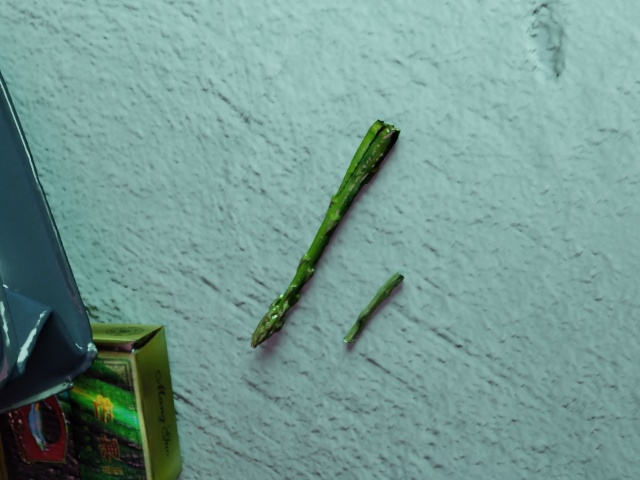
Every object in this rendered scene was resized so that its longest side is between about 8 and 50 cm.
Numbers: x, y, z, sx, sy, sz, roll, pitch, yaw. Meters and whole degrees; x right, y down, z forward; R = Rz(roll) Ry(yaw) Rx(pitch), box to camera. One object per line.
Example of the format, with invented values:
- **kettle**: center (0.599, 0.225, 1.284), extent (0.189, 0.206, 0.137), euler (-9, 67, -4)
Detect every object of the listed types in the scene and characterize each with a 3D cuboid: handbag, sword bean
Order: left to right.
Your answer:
- **handbag**: center (-0.378, 0.009, 0.917), extent (0.303, 0.122, 0.329), euler (-20, 85, 21)
- **sword bean**: center (0.044, 0.056, 0.921), extent (0.012, 0.012, 0.083), euler (36, 116, 0)

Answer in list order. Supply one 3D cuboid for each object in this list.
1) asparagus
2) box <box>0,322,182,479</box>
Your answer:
- **asparagus**: center (0.000, 0.000, 0.906), extent (0.023, 0.022, 0.233), euler (12, 119, -38)
- **box**: center (-0.255, 0.150, 1.002), extent (0.240, 0.071, 0.159), euler (0, 106, 16)
